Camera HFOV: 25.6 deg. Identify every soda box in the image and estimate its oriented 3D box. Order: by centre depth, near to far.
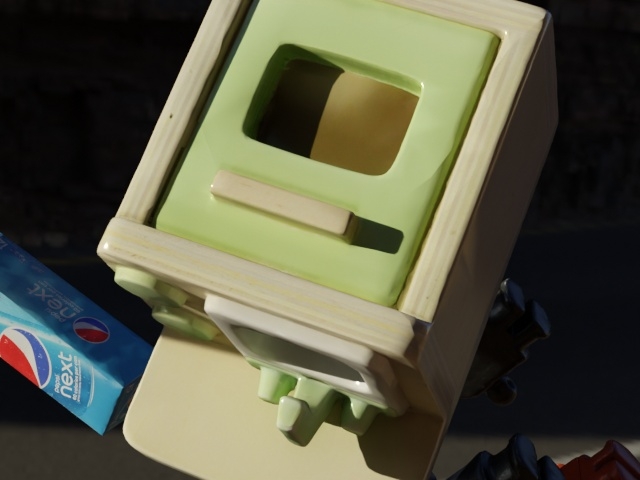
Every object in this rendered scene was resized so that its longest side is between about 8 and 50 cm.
[{"bbox_3d":[-0.253,0.085,1.318,0.210,0.067,0.071,35,33,13],"label":"soda box"}]

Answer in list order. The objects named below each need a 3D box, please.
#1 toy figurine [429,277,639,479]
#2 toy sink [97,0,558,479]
[{"bbox_3d":[0.090,0.135,0.941,0.209,0.148,0.213,10,45,-56],"label":"toy figurine"},{"bbox_3d":[0.000,0.000,0.648,0.152,0.234,0.131,19,-15,17],"label":"toy sink"}]
